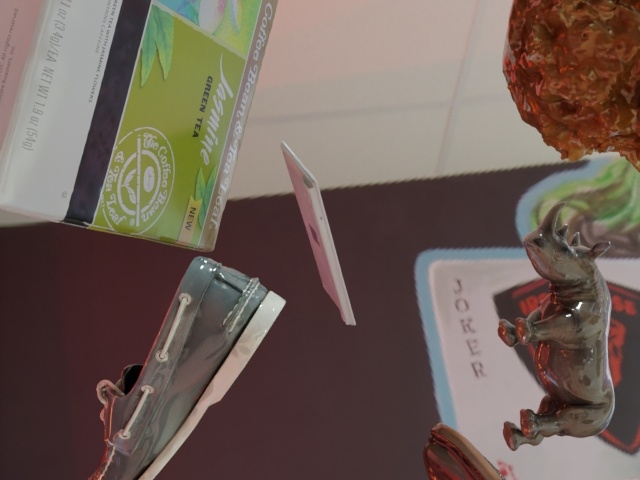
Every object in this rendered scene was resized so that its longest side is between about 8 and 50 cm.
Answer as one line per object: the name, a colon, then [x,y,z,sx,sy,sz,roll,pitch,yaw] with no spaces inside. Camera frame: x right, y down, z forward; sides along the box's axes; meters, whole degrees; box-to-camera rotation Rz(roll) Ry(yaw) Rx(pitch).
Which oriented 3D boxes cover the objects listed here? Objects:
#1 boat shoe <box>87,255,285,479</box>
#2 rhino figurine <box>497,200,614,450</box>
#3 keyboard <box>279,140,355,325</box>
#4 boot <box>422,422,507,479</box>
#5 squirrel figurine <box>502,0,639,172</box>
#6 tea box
boat shoe: [-0.158,0.146,0.886,0.099,0.116,0.319,37,-66,-4]
rhino figurine: [0.228,0.082,0.871,0.106,0.073,0.243,-7,-78,-14]
keyboard: [0.000,0.000,0.997,0.014,0.072,0.256,-25,-39,-7]
boot: [0.086,0.196,0.483,0.106,0.219,0.082,-38,-50,0]
squirrel figurine: [0.331,-0.196,0.616,0.370,0.397,0.281,15,-8,10]
tea box: [-0.226,-0.184,0.856,0.323,0.219,0.329,14,-90,-65]
